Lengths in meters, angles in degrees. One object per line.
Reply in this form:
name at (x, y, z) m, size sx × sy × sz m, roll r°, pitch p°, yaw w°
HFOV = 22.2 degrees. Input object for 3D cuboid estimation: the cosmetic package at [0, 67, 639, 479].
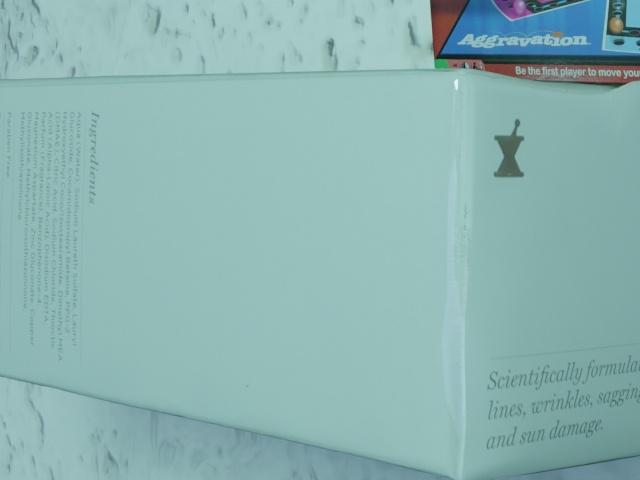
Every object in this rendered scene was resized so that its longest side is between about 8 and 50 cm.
cosmetic package at (0.000, 0.000, 0.765) m, size 0.385 × 0.217 × 0.156 m, roll 7°, pitch 97°, yaw 49°

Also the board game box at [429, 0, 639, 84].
board game box at (0.154, -0.140, 0.710) m, size 0.281 × 0.027 × 0.145 m, roll 7°, pitch 106°, yaw 47°
